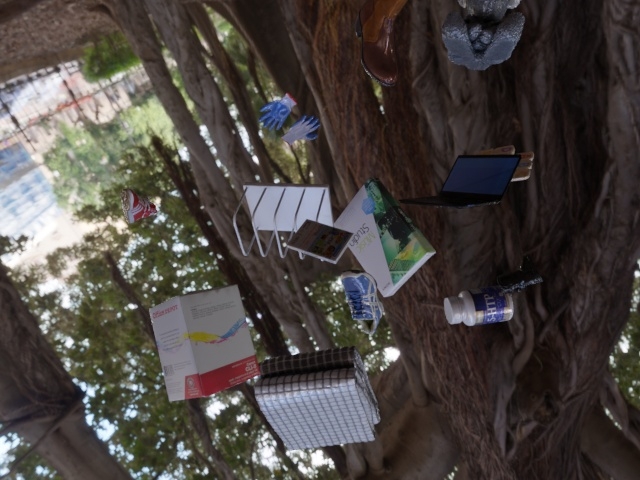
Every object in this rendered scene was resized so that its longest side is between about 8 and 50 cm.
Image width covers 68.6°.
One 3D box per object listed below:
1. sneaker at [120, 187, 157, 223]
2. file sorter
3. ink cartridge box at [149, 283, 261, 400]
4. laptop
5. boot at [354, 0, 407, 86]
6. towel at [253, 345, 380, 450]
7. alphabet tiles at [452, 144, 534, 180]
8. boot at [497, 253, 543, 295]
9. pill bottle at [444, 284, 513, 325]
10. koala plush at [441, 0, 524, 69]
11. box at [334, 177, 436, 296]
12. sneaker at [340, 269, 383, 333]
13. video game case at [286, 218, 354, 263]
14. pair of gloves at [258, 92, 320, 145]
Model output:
[{"bbox_3d":[-0.384,-0.081,0.999,0.066,0.042,0.118,-23,165,-28],"label":"sneaker"},{"bbox_3d":[-0.114,-0.054,1.480,0.277,0.193,0.173,3,-136,12],"label":"file sorter"},{"bbox_3d":[-0.213,0.183,0.858,0.127,0.176,0.128,-9,170,-46],"label":"ink cartridge box"},{"bbox_3d":[0.402,-0.177,1.359,0.264,0.137,0.234,-8,-168,-32],"label":"laptop"},{"bbox_3d":[0.205,-0.606,1.288,0.096,0.265,0.280,-3,163,-22],"label":"boot"},{"bbox_3d":[0.002,0.360,1.075,0.234,0.284,0.121,-12,-138,10],"label":"towel"},{"bbox_3d":[0.582,-0.246,1.626,0.277,0.021,0.284,-4,-144,34],"label":"alphabet tiles"},{"bbox_3d":[0.501,0.087,1.197,0.099,0.045,0.121,-23,-157,20],"label":"boot"},{"bbox_3d":[0.490,0.207,1.465,0.186,0.112,0.112,-9,-154,-2],"label":"pill bottle"},{"bbox_3d":[0.433,-0.593,1.242,0.196,0.222,0.203,9,176,16],"label":"koala plush"},{"bbox_3d":[0.197,-0.011,1.530,0.058,0.322,0.232,-9,146,-45],"label":"box"},{"bbox_3d":[0.109,0.153,1.182,0.080,0.211,0.081,-10,-138,27],"label":"sneaker"},{"bbox_3d":[0.000,0.000,1.015,0.121,0.011,0.087,18,-127,26],"label":"video game case"},{"bbox_3d":[-0.099,-0.389,1.544,0.159,0.198,0.023,-28,-143,37],"label":"pair of gloves"}]
